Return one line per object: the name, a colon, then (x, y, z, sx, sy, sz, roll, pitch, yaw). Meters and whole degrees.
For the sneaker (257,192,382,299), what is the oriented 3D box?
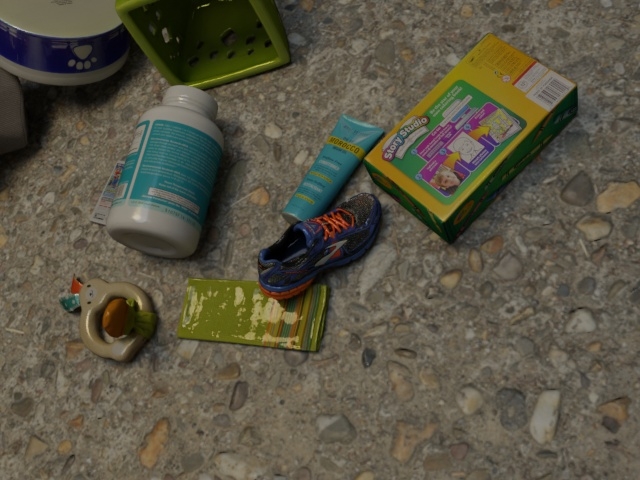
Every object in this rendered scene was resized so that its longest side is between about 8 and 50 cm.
sneaker: (0.000, 0.000, 1.061, 0.221, 0.087, 0.083, -38, 57, -13)

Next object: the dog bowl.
dog bowl: (-0.483, -0.408, 1.333, 0.265, 0.104, 0.265, 10, 48, -12)

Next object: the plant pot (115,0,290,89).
plant pot: (-0.193, -0.422, 1.253, 0.228, 0.227, 0.207, -12, 58, 15)

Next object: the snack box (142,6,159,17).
snack box: (-0.328, -0.558, 1.440, 0.174, 0.070, 0.207, 27, 79, 27)

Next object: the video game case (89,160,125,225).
video game case: (-0.344, -0.079, 1.270, 0.087, 0.011, 0.122, 13, 73, 24)

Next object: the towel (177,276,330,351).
towel: (-0.105, 0.108, 1.099, 0.237, 0.021, 0.102, 2, 67, 20)

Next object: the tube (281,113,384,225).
tube: (0.016, -0.108, 1.141, 0.080, 0.052, 0.207, 27, 72, 17)

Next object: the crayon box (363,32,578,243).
crayon box: (0.220, -0.154, 1.066, 0.278, 0.081, 0.165, -45, 61, -4)

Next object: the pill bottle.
pill bottle: (-0.241, -0.115, 1.172, 0.146, 0.146, 0.264, 5, 69, 21)

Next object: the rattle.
rattle: (-0.366, 0.100, 1.131, 0.200, 0.143, 0.130, 37, 101, 22)

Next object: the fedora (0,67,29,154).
fedora: (-0.616, -0.251, 1.351, 0.124, 0.243, 0.275, -12, 67, -20)
